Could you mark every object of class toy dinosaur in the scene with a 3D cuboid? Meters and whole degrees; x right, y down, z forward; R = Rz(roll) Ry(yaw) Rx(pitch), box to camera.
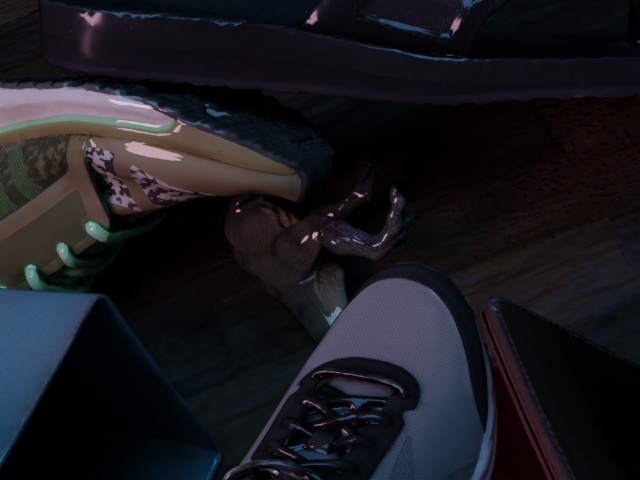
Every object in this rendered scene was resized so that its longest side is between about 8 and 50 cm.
[{"bbox_3d":[0.000,0.000,0.850,0.118,0.064,0.268,-41,48,5],"label":"toy dinosaur"}]

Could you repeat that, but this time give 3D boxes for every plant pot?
[{"bbox_3d":[-0.215,0.128,0.760,0.234,0.165,0.166,6,55,29],"label":"plant pot"}]

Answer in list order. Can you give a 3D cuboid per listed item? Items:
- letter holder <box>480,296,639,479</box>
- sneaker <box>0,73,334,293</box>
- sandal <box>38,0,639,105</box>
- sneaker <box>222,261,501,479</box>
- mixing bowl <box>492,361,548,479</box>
[{"bbox_3d":[0.218,0.105,0.532,0.152,0.214,0.302,-49,39,24],"label":"letter holder"},{"bbox_3d":[-0.173,-0.015,0.876,0.410,0.182,0.158,2,10,29],"label":"sneaker"},{"bbox_3d":[0.058,-0.145,0.811,0.446,0.107,0.167,2,16,-8],"label":"sandal"},{"bbox_3d":[0.005,0.116,0.593,0.100,0.108,0.271,8,54,27],"label":"sneaker"},{"bbox_3d":[0.079,0.162,0.665,0.181,0.098,0.181,-10,49,12],"label":"mixing bowl"}]
